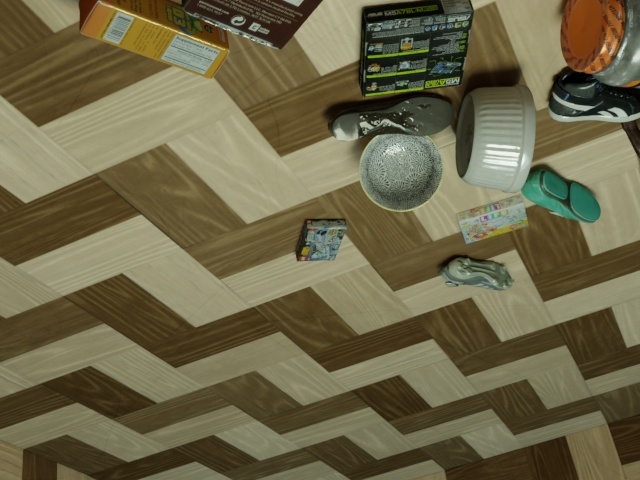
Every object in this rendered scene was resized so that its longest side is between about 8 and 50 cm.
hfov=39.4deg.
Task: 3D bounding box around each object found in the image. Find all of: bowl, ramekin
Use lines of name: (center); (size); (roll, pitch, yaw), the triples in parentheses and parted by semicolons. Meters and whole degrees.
bowl: (0.161, -0.148, 1.808); (0.170, 0.080, 0.170); (0, 102, 1)
ramekin: (0.327, -0.196, 1.702); (0.109, 0.207, 0.207); (4, 145, -4)

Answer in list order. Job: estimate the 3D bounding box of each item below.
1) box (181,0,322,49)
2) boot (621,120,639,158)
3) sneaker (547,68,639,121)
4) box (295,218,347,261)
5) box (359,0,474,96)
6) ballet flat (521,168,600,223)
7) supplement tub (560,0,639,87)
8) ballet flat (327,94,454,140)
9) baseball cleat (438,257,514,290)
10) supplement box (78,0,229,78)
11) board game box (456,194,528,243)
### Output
box: (-0.089, -0.415, 1.254); (0.168, 0.203, 0.167); (15, 139, -33)
boot: (0.638, -0.226, 1.810); (0.037, 0.114, 0.106); (-19, 146, 13)
sneaker: (0.555, -0.291, 1.722); (0.217, 0.079, 0.121); (-7, 148, -1)
box: (0.000, 0.000, 2.060); (0.094, 0.027, 0.137); (-1, 146, -15)
box: (0.166, -0.339, 1.581); (0.190, 0.045, 0.184); (-8, 149, -4)
ballet flat: (0.536, -0.099, 2.024); (0.247, 0.083, 0.087); (22, 160, -39)
supplement tub: (0.588, -0.356, 1.531); (0.316, 0.194, 0.193); (1, 145, -15)
ballet flat: (0.135, -0.236, 1.725); (0.249, 0.058, 0.084); (-10, 112, -9)
baseball cleat: (0.390, 0.089, 2.278); (0.206, 0.072, 0.109); (19, 151, -30)
supplement box: (-0.264, -0.341, 1.434); (0.233, 0.078, 0.080); (16, 136, -35)
board game box: (0.404, -0.048, 2.095); (0.154, 0.026, 0.103); (-17, 146, 11)
